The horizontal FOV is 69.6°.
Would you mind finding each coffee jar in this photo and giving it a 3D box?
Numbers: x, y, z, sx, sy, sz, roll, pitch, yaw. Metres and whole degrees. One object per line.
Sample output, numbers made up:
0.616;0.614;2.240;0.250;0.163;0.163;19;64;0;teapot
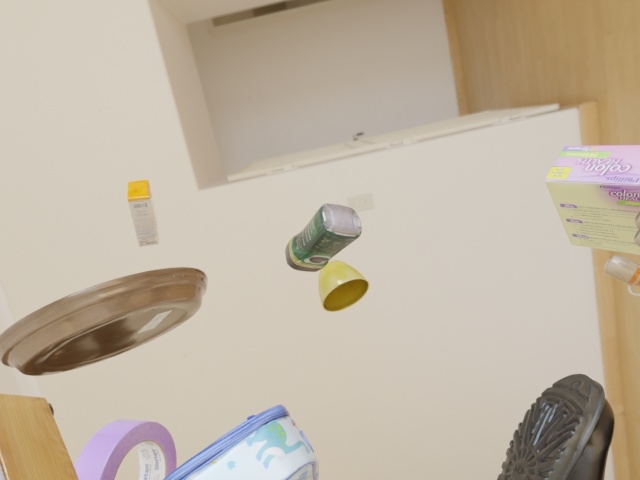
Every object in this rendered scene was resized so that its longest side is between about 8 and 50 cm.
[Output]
0.000;0.000;0.971;0.184;0.096;0.079;-43;47;47;coffee jar

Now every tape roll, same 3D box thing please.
-0.474;0.586;1.127;0.275;0.090;0.275;-5;-90;-71;tape roll

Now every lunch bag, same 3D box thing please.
-0.085;0.281;0.520;0.090;0.176;0.219;50;160;28;lunch bag

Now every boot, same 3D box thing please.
0.402;0.402;0.673;0.348;0.260;0.131;-61;1;-7;boot

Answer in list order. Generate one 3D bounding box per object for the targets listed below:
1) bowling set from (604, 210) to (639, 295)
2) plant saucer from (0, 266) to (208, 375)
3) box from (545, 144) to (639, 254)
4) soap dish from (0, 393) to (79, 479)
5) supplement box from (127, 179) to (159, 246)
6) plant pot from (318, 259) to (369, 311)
0.632;-0.012;0.773;0.200;0.154;0.287;-11;-52;-65;bowling set
-0.282;0.116;0.633;0.041;0.278;0.278;63;178;14;plant saucer
0.670;-0.090;1.047;0.213;0.117;0.243;14;152;52;box
-0.445;0.399;0.682;0.229;0.118;0.291;38;121;35;soap dish
-0.306;-0.047;0.799;0.062;0.036;0.098;-118;25;-50;supplement box
0.046;0.108;1.203;0.095;0.134;0.134;60;171;34;plant pot
